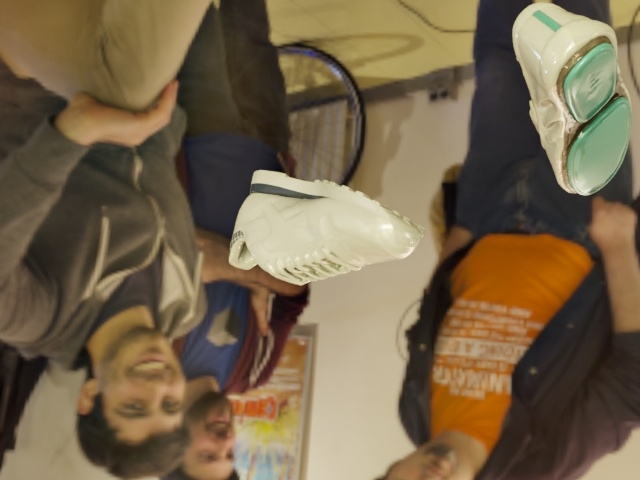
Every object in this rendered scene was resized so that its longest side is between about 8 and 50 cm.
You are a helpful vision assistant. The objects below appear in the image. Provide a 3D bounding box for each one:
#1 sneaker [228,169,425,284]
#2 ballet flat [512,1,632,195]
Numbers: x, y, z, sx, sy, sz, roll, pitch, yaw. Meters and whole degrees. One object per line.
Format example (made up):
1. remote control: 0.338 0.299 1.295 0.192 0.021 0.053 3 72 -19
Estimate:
1. sneaker: 0.000 0.000 0.825 0.090 0.094 0.235 34 167 -33
2. ballet flat: 0.333 -0.191 1.213 0.139 0.139 0.400 -2 161 20
